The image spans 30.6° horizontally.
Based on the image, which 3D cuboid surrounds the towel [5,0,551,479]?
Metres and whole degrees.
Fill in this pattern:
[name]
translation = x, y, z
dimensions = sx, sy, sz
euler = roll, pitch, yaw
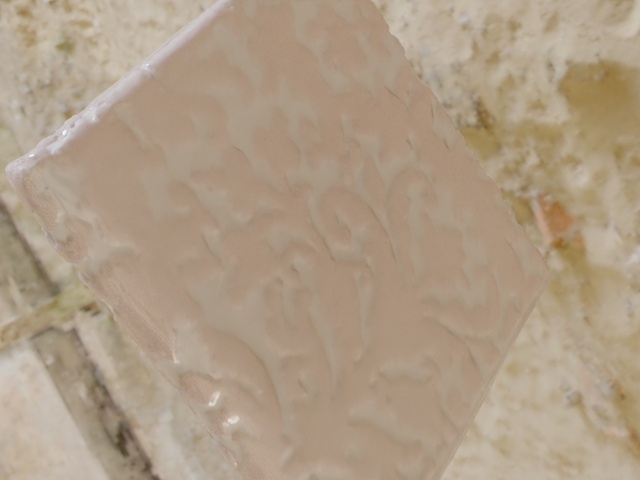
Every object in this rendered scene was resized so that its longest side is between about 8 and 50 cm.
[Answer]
[towel]
translation = 0.000, 0.000, 0.762
dimensions = 0.053, 0.317, 0.332
euler = -19, 114, 45
